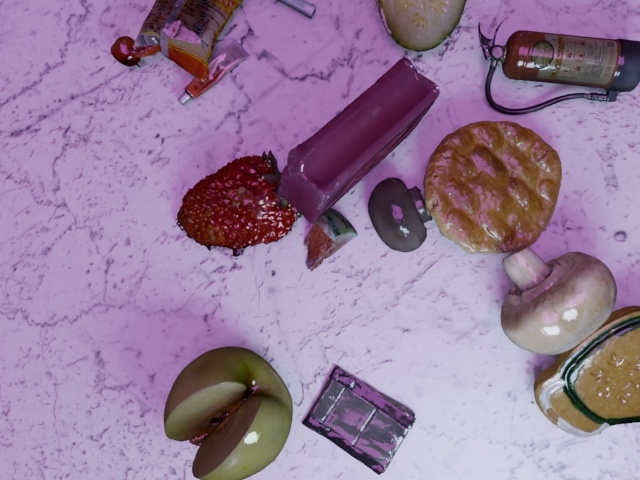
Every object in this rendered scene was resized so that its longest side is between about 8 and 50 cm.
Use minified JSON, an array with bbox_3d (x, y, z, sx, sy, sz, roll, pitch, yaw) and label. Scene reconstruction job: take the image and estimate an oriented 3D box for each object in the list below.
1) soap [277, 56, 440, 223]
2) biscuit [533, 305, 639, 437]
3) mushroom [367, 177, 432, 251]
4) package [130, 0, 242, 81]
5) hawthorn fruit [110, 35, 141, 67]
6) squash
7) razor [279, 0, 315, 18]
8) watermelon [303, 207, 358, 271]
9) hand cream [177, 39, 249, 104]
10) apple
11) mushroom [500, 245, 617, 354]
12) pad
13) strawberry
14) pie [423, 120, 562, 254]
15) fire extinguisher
[{"bbox_3d":[0.076,-0.216,1.233,0.359,0.233,0.128,-43,86,-15],"label":"soap"},{"bbox_3d":[0.665,0.313,1.237,0.287,0.057,0.344,41,103,-13],"label":"biscuit"},{"bbox_3d":[0.187,-0.060,1.325,0.141,0.117,0.188,-27,89,15],"label":"mushroom"},{"bbox_3d":[-0.328,-0.559,1.394,0.223,0.108,0.288,20,83,3],"label":"package"},{"bbox_3d":[-0.500,-0.486,1.427,0.077,0.077,0.077,0,87,5],"label":"hawthorn fruit"},{"bbox_3d":[0.236,-0.622,1.297,0.234,0.210,0.309,8,83,18],"label":"squash"},{"bbox_3d":[-0.137,-0.646,1.400,0.278,0.111,0.056,35,94,-3],"label":"razor"},{"bbox_3d":[0.019,-0.012,1.367,0.098,0.121,0.158,49,137,20],"label":"watermelon"},{"bbox_3d":[-0.280,-0.425,1.424,0.216,0.038,0.052,-44,111,-2],"label":"hand cream"},{"bbox_3d":[-0.209,0.393,1.248,0.292,0.292,0.254,45,115,6],"label":"apple"},{"bbox_3d":[0.502,0.111,1.220,0.234,0.254,0.260,47,50,-1],"label":"mushroom"},{"bbox_3d":[0.093,0.437,1.346,0.233,0.022,0.174,30,91,8],"label":"pad"},{"bbox_3d":[-0.213,-0.074,1.347,0.306,0.138,0.233,-27,86,2],"label":"strawberry"},{"bbox_3d":[0.400,-0.126,1.301,0.339,0.083,0.339,0,87,-4],"label":"pie"},{"bbox_3d":[0.543,-0.396,1.300,0.376,0.113,0.200,10,88,6],"label":"fire extinguisher"}]
